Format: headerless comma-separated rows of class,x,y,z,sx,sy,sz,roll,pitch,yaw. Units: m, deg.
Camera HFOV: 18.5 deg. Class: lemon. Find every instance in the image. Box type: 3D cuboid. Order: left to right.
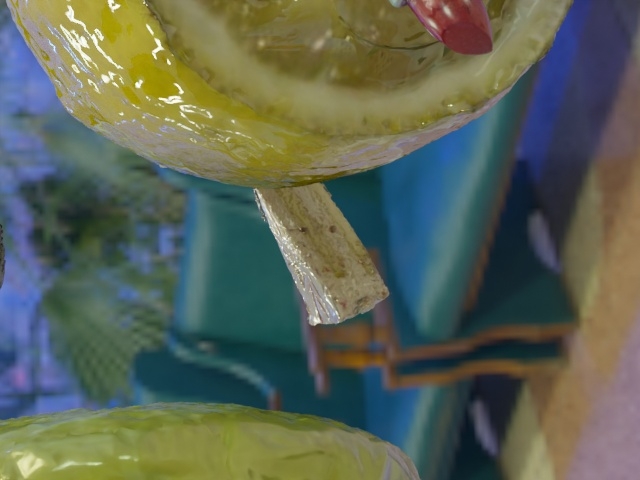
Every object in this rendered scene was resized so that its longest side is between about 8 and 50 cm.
lemon,-0.036,-0.199,1.167,0.364,0.364,0.364,179,90,-77

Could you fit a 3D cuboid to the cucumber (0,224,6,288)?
cucumber,-0.258,-0.082,1.330,0.043,0.044,0.257,5,114,57

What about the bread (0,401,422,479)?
bread,-0.098,0.240,0.934,0.348,0.348,0.308,119,144,-65

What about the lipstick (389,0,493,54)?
lipstick,0.022,-0.161,0.900,0.186,0.063,0.057,54,174,5

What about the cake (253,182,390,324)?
cake,0.000,0.000,1.397,0.065,0.052,0.121,15,133,62
